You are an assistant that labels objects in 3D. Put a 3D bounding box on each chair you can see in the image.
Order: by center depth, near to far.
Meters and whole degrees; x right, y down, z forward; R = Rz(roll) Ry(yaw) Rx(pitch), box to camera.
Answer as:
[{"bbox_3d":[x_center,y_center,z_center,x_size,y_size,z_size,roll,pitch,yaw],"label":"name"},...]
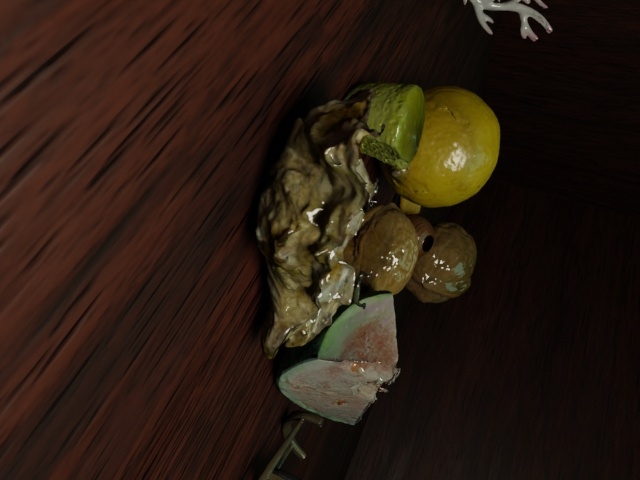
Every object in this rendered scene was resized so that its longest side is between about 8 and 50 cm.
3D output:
[{"bbox_3d":[-0.046,0.462,0.698,0.272,0.166,0.188,-55,165,-46],"label":"chair"}]

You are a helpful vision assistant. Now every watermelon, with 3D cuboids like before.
[{"bbox_3d":[0.037,0.216,0.693,0.224,0.180,0.305,-27,149,-25],"label":"watermelon"}]

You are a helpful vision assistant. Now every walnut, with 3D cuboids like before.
[{"bbox_3d":[0.110,0.016,0.763,0.184,0.156,0.155,-70,161,-1],"label":"walnut"},{"bbox_3d":[0.448,0.089,1.551,0.344,0.306,0.306,-36,141,-49],"label":"walnut"}]

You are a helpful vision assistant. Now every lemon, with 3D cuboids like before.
[{"bbox_3d":[0.227,-0.180,0.783,0.253,0.229,0.228,-41,145,-67],"label":"lemon"}]

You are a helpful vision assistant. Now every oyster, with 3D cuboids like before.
[{"bbox_3d":[0.001,-0.004,0.470,0.198,0.133,0.336,-48,152,-53],"label":"oyster"}]

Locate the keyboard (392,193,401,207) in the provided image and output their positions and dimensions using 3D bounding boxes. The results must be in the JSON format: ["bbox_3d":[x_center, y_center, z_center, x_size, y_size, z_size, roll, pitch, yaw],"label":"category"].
[{"bbox_3d":[0.192,-0.041,1.135,0.074,0.015,0.196,24,86,-75],"label":"keyboard"}]

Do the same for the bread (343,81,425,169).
[{"bbox_3d":[0.095,-0.175,0.590,0.111,0.114,0.129,-69,160,-8],"label":"bread"}]

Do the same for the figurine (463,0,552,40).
[{"bbox_3d":[0.379,-0.589,0.778,0.206,0.284,0.315,-21,139,-64],"label":"figurine"}]

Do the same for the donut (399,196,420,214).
[{"bbox_3d":[0.273,-0.142,1.177,0.152,0.058,0.151,11,90,-75],"label":"donut"}]

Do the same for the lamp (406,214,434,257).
[{"bbox_3d":[0.274,-0.011,1.210,0.136,0.136,0.136,-54,154,-41],"label":"lamp"}]
